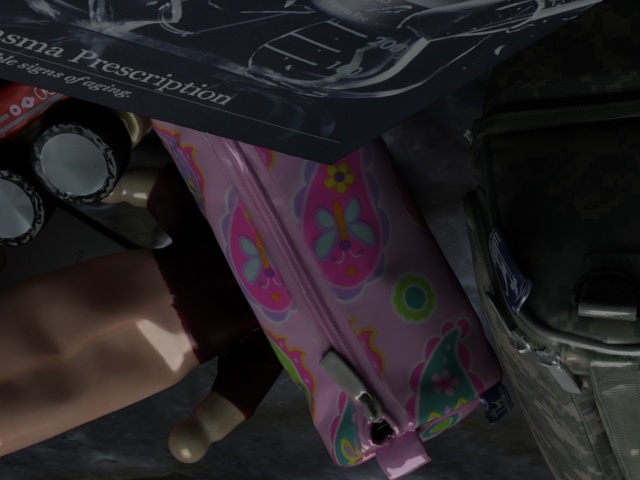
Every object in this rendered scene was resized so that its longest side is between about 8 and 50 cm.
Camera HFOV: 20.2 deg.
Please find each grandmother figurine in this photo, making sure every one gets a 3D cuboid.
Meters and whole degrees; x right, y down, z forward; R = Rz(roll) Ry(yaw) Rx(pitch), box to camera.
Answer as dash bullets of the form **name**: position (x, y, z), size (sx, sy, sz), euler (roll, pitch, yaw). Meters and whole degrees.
- **grandmother figurine**: position (-0.099, 0.041, 1.204), size (0.342, 0.208, 0.104), euler (-18, 178, -10)

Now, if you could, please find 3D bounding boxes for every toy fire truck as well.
- **toy fire truck**: position (-0.250, -0.106, 1.113), size (0.217, 0.158, 0.246), euler (-28, 109, 27)

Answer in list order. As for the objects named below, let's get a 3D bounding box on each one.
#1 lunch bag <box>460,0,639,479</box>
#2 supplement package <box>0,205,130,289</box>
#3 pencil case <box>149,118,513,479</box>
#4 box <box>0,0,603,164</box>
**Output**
- **lunch bag**: position (0.202, 0.032, 1.064), size (0.212, 0.256, 0.305), euler (-3, 143, 20)
- **supplement package**: position (-0.275, 0.029, 1.304), size (0.244, 0.139, 0.134), euler (32, 142, -27)
- **pencil case**: position (0.000, 0.000, 1.081), size (0.124, 0.124, 0.284), euler (-26, 93, 41)
- **box**: position (-0.034, -0.201, 0.786), size (0.343, 0.179, 0.312), euler (13, 150, -37)
